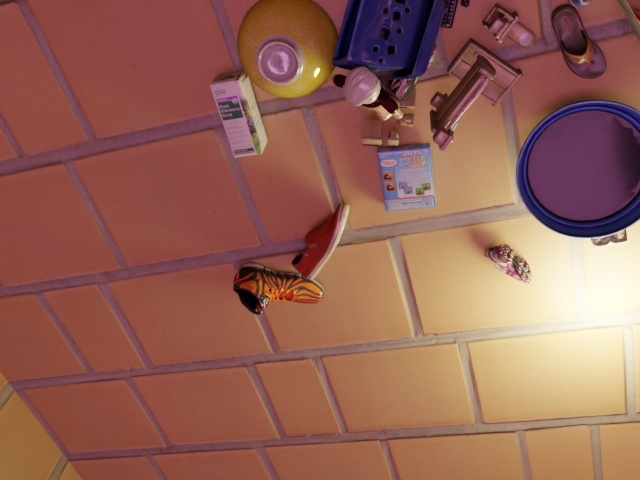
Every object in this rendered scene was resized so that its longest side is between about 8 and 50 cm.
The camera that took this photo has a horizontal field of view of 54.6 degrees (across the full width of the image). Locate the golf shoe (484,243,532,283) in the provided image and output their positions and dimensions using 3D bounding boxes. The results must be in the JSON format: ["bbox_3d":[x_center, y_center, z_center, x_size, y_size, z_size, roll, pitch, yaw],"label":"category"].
[{"bbox_3d":[0.619,0.078,2.033,0.186,0.067,0.086,41,149,-20],"label":"golf shoe"}]

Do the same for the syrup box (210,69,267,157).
[{"bbox_3d":[-0.239,-0.375,1.843,0.093,0.096,0.237,-6,124,14],"label":"syrup box"}]

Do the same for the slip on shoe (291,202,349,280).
[{"bbox_3d":[0.000,0.000,2.050,0.101,0.123,0.331,29,129,-5],"label":"slip on shoe"}]

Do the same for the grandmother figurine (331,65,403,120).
[{"bbox_3d":[0.121,-0.380,1.592,0.208,0.342,0.104,18,98,7],"label":"grandmother figurine"}]

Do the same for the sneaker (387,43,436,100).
[{"bbox_3d":[0.243,-0.480,1.707,0.077,0.072,0.178,42,111,20],"label":"sneaker"}]

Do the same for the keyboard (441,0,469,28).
[{"bbox_3d":[0.338,-0.644,1.606,0.108,0.023,0.180,10,126,3],"label":"keyboard"}]

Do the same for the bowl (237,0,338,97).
[{"bbox_3d":[-0.101,-0.508,1.693,0.289,0.156,0.289,5,125,7],"label":"bowl"}]

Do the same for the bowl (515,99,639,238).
[{"bbox_3d":[0.753,-0.200,1.747,0.391,0.077,0.391,4,108,13],"label":"bowl"}]

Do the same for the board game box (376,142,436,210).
[{"bbox_3d":[0.267,-0.192,1.912,0.160,0.039,0.211,-4,127,13],"label":"board game box"}]

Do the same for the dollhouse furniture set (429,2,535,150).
[{"bbox_3d":[0.436,-0.385,1.563,0.174,0.355,0.303,29,123,-11],"label":"dollhouse furniture set"}]

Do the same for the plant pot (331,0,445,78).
[{"bbox_3d":[0.172,-0.529,1.558,0.212,0.236,0.236,14,100,-10],"label":"plant pot"}]

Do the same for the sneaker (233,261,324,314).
[{"bbox_3d":[-0.153,0.195,2.164,0.321,0.180,0.124,13,125,1],"label":"sneaker"}]

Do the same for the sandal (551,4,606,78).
[{"bbox_3d":[0.674,-0.510,1.615,0.090,0.060,0.219,-25,116,24],"label":"sandal"}]

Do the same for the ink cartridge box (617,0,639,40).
[{"bbox_3d":[0.788,-0.536,1.506,0.056,0.181,0.224,-30,113,25],"label":"ink cartridge box"}]

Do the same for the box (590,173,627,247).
[{"bbox_3d":[0.852,-0.099,1.865,0.101,0.060,0.244,-13,120,18],"label":"box"}]

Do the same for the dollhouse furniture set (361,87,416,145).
[{"bbox_3d":[0.201,-0.357,1.821,0.144,0.123,0.151,5,90,6],"label":"dollhouse furniture set"}]

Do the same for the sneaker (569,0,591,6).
[{"bbox_3d":[0.677,-0.664,1.498,0.080,0.081,0.211,16,124,1],"label":"sneaker"}]
